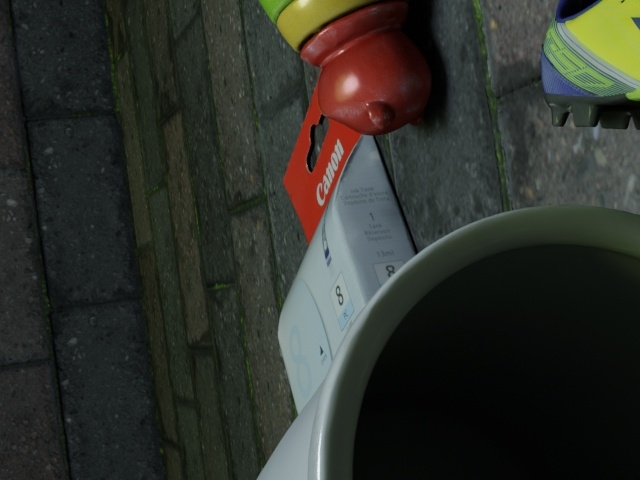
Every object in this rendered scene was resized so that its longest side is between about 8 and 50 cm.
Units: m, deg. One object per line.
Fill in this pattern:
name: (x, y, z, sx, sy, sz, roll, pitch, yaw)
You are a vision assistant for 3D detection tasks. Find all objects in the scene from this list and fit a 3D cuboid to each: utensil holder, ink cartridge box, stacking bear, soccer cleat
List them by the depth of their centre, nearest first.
soccer cleat: (0.223, -0.131, 0.649, 0.289, 0.093, 0.121, -173, 83, -70)
utensil holder: (0.113, 0.202, 0.733, 0.385, 0.328, 0.327, 121, 138, -63)
stacking bear: (0.016, -0.240, 1.090, 0.289, 0.164, 0.175, 65, -156, 3)
ink cartridge box: (0.000, 0.000, 1.334, 0.308, 0.091, 0.385, 113, 144, -55)
